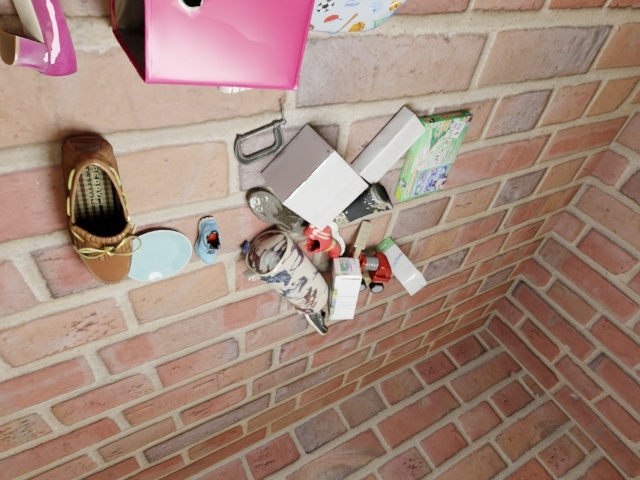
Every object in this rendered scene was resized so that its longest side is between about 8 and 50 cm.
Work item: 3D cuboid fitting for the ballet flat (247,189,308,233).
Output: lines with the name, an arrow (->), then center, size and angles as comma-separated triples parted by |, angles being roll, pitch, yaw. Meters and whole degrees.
ballet flat -> -0.130, -0.087, 1.220 | 0.250, 0.058, 0.084 | 26, 99, -47

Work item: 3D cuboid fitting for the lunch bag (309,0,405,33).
lunch bag -> 0.065, -0.512, 0.768 | 0.304, 0.114, 0.243 | -19, 180, -27

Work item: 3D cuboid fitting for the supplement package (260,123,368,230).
supplement package -> -0.015, -0.171, 1.134 | 0.194, 0.149, 0.203 | -44, 144, 10

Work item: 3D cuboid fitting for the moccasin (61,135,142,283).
moccasin -> -0.479, -0.036, 0.894 | 0.139, 0.147, 0.379 | -5, 134, -31

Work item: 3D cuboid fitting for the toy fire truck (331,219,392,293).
toy fire truck -> 0.179, 0.066, 1.554 | 0.217, 0.158, 0.246 | 7, 135, -21

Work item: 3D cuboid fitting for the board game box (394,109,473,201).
board game box -> 0.394, -0.295, 1.429 | 0.214, 0.046, 0.317 | -16, 139, -26

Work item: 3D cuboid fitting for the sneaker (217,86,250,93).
sneaker -> -0.147, -0.376, 0.872 | 0.171, 0.063, 0.074 | -21, 147, -14

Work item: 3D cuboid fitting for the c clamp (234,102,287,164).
c clamp -> -0.153, -0.264, 1.032 | 0.161, 0.022, 0.137 | -31, 149, -11

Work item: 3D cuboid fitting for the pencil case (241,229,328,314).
pencil case -> -0.104, 0.125, 1.377 | 0.184, 0.160, 0.410 | -39, 144, -2

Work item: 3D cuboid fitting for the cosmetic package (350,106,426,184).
cosmetic package -> 0.211, -0.293, 1.265 | 0.239, 0.060, 0.099 | -46, 147, 13

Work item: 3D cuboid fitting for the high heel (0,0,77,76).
high heel -> -0.427, -0.387, 0.640 | 0.117, 0.082, 0.243 | -35, 145, -65

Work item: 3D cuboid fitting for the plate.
plate -> -0.451, 0.039, 1.110 | 0.188, 0.024, 0.188 | -22, 142, -19

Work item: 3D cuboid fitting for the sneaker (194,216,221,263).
sneaker -> -0.318, 0.013, 1.150 | 0.064, 0.073, 0.162 | -15, 138, -28

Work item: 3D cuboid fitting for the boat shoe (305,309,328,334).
boat shoe -> -0.003, 0.350, 1.777 | 0.079, 0.084, 0.233 | -34, 141, -4

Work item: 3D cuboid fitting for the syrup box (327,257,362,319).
syrup box -> 0.084, 0.178, 1.468 | 0.097, 0.093, 0.236 | 0, 131, -6

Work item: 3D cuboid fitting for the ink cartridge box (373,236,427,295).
ink cartridge box -> 0.334, 0.108, 1.680 | 0.093, 0.212, 0.154 | -40, 144, 4

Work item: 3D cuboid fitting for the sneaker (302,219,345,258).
sneaker -> 0.000, 0.000, 1.344 | 0.118, 0.107, 0.279 | -45, 153, -9

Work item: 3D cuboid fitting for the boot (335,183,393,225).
boot -> 0.150, -0.117, 1.398 | 0.179, 0.085, 0.236 | -26, 170, 18

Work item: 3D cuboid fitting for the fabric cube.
fabric cube -> -0.178, -0.410, 0.643 | 0.259, 0.259, 0.254 | -10, 135, -33
